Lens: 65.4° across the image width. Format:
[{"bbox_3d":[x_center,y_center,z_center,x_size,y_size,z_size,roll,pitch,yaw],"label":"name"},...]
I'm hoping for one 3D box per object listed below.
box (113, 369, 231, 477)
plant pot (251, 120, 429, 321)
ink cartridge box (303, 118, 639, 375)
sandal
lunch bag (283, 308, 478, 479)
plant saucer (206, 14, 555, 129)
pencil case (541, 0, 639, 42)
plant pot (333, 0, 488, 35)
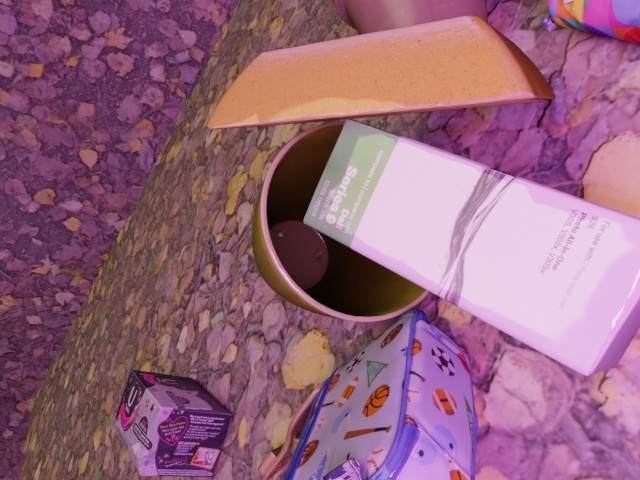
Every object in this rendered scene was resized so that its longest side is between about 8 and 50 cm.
[{"bbox_3d":[-0.331,0.391,1.089,0.247,0.164,0.142,7,79,56],"label":"box"},{"bbox_3d":[0.000,0.000,0.788,0.293,0.275,0.274,151,132,-64],"label":"plant pot"},{"bbox_3d":[0.162,0.004,0.491,0.289,0.211,0.121,30,98,36],"label":"ink cartridge box"},{"bbox_3d":[-0.013,0.318,0.784,0.079,0.088,0.240,43,119,22],"label":"sandal"},{"bbox_3d":[0.053,0.229,0.565,0.243,0.115,0.303,-44,5,29],"label":"lunch bag"},{"bbox_3d":[0.089,-0.190,0.592,0.333,0.333,0.080,2,105,28],"label":"plant saucer"},{"bbox_3d":[0.356,-0.266,0.549,0.104,0.105,0.236,-58,35,15],"label":"pencil case"},{"bbox_3d":[0.158,-0.354,0.777,0.263,0.263,0.229,-27,68,45],"label":"plant pot"}]
